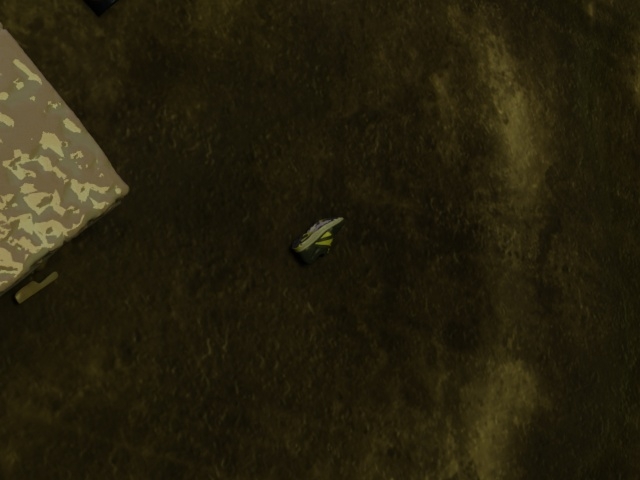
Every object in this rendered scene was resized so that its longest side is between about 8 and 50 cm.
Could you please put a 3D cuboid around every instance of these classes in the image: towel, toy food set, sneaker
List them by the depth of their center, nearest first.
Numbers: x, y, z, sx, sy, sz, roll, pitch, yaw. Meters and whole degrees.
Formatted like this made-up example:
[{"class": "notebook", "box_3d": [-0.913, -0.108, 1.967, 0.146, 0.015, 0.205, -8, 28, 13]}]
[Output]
[{"class": "towel", "box_3d": [-0.388, -0.073, 0.974, 0.332, 0.053, 0.317, -42, 97, -33]}, {"class": "toy food set", "box_3d": [-0.304, -0.004, 1.048, 0.078, 0.019, 0.122, -41, 108, -44]}, {"class": "sneaker", "box_3d": [0.000, 0.000, 1.276, 0.083, 0.031, 0.035, -36, 110, -34]}]

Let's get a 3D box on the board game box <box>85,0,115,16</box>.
[{"class": "board game box", "box_3d": [-0.230, -0.392, 1.230, 0.165, 0.042, 0.243, 47, 54, -14]}]
